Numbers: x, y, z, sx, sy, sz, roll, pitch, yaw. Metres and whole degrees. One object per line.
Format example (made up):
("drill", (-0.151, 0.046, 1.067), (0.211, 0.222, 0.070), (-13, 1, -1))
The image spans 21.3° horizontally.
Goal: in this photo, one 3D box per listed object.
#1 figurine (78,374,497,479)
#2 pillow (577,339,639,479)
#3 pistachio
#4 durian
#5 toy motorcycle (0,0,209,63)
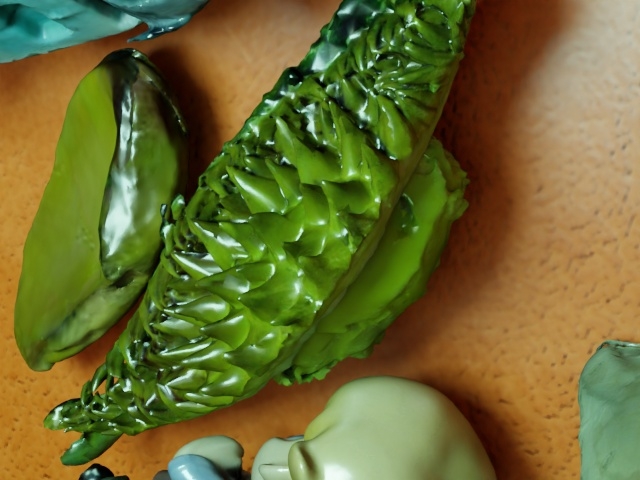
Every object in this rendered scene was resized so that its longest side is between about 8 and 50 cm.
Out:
("figurine", (-0.015, 0.124, 0.772), (0.196, 0.108, 0.114), (-9, 116, 31))
("pillow", (0.224, 0.100, 0.631), (0.302, 0.075, 0.185), (-10, 52, 28))
("pistachio", (-0.099, -0.008, 0.818), (0.089, 0.049, 0.173), (52, 128, 47))
("durian", (-0.006, -0.005, 0.733), (0.375, 0.132, 0.106), (-49, 65, 31))
("toy motorcycle", (-0.130, -0.172, 0.761), (0.260, 0.154, 0.206), (-11, 72, 32))
